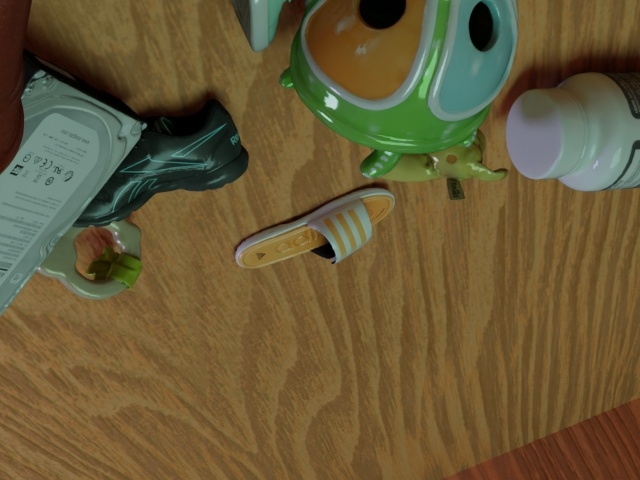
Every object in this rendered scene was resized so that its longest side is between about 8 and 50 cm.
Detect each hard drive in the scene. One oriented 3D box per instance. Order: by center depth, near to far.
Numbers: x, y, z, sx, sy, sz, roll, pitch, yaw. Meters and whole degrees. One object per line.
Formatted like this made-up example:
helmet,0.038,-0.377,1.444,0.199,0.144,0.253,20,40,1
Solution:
hard drive,-0.363,-0.040,1.146,0.339,0.064,0.237,-50,161,5

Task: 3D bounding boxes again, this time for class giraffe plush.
giraffe plush,0.157,-0.172,1.371,0.181,0.210,0.170,-11,118,-14

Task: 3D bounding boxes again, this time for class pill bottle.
pill bottle,0.443,-0.163,1.532,0.319,0.176,0.176,-5,144,-27

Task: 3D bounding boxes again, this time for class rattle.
rattle,-0.354,0.012,1.398,0.200,0.143,0.130,3,100,-33

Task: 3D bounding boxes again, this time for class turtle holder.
turtle holder,0.129,-0.235,1.158,0.320,0.243,0.227,-6,144,-24

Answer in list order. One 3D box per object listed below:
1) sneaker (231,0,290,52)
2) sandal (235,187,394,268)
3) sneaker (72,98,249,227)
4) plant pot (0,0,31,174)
sneaker,-0.019,-0.309,1.094,0.151,0.094,0.256,-16,149,-17
sandal,0.001,0.005,1.597,0.265,0.076,0.102,-23,149,0
sneaker,-0.229,-0.102,1.296,0.267,0.101,0.106,-20,129,-8
plant pot,-0.342,-0.214,0.810,0.272,0.272,0.265,0,139,-33
